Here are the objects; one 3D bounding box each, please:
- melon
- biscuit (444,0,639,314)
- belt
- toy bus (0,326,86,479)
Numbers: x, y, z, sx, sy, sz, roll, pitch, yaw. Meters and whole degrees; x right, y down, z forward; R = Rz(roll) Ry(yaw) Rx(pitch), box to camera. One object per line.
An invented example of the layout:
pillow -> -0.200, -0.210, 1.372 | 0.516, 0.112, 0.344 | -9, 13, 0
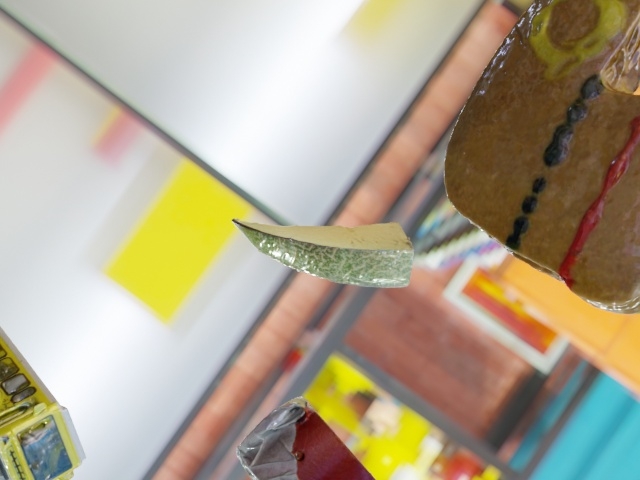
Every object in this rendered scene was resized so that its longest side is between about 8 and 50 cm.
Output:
melon -> 0.003, 0.004, 1.902 | 0.182, 0.054, 0.098 | 2, -149, -16
biscuit -> 0.227, -0.096, 1.482 | 0.052, 0.262, 0.277 | 29, -172, -44
belt -> 0.033, 0.329, 2.194 | 0.324, 0.115, 0.227 | 49, 174, -6
toy bus -> -0.273, 0.127, 1.525 | 0.226, 0.074, 0.081 | 39, 149, 53
